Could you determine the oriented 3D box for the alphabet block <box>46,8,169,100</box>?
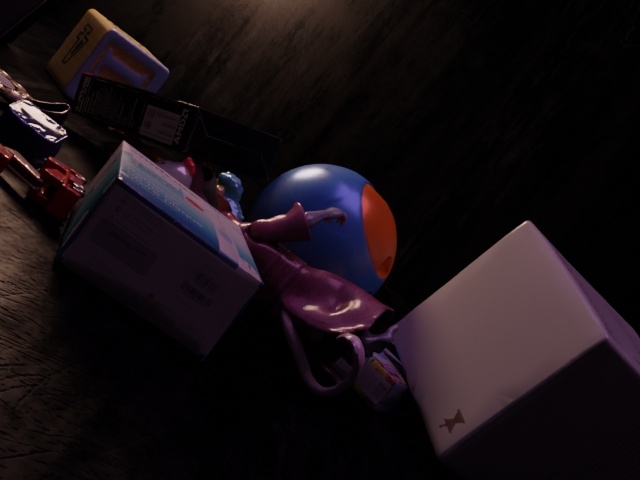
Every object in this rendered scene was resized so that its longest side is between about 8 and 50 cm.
[{"bbox_3d":[-0.512,-0.409,2.278,0.192,0.193,0.197,37,5,-37],"label":"alphabet block"}]

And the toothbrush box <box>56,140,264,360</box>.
[{"bbox_3d":[-0.207,0.002,1.226,0.216,0.126,0.295,38,4,-16],"label":"toothbrush box"}]

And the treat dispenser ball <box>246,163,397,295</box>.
[{"bbox_3d":[0.000,0.000,1.792,0.288,0.288,0.288,39,5,-4],"label":"treat dispenser ball"}]

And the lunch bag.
[{"bbox_3d":[-0.425,-0.152,1.366,0.098,0.065,0.067,40,21,-2],"label":"lunch bag"}]

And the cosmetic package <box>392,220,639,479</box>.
[{"bbox_3d":[0.389,0.256,1.623,0.394,0.327,0.329,40,18,-32],"label":"cosmetic package"}]

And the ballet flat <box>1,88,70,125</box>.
[{"bbox_3d":[-0.504,-0.242,1.672,0.057,0.049,0.173,39,5,15],"label":"ballet flat"}]

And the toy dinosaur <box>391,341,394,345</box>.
[{"bbox_3d":[0.070,0.153,2.255,0.268,0.064,0.118,41,12,-3],"label":"toy dinosaur"}]

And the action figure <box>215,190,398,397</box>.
[{"bbox_3d":[-0.071,0.078,1.481,0.370,0.248,0.276,40,32,4],"label":"action figure"}]

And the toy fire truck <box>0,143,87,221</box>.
[{"bbox_3d":[-0.374,-0.084,1.227,0.135,0.047,0.192,36,5,-18],"label":"toy fire truck"}]

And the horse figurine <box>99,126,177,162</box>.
[{"bbox_3d":[-0.351,-0.163,1.988,0.263,0.066,0.174,33,0,-29],"label":"horse figurine"}]

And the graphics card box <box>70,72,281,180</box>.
[{"bbox_3d":[-0.282,-0.223,1.833,0.371,0.094,0.233,20,2,39],"label":"graphics card box"}]

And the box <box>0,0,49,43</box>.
[{"bbox_3d":[-0.732,-0.587,2.051,0.296,0.183,0.294,51,3,-17],"label":"box"}]

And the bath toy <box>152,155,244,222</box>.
[{"bbox_3d":[-0.244,-0.093,1.785,0.151,0.129,0.348,40,6,13],"label":"bath toy"}]

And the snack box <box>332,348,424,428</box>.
[{"bbox_3d":[0.092,0.227,1.674,0.207,0.070,0.174,42,6,38],"label":"snack box"}]

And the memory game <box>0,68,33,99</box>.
[{"bbox_3d":[-0.602,-0.304,1.731,0.186,0.012,0.186,39,4,-4],"label":"memory game"}]
